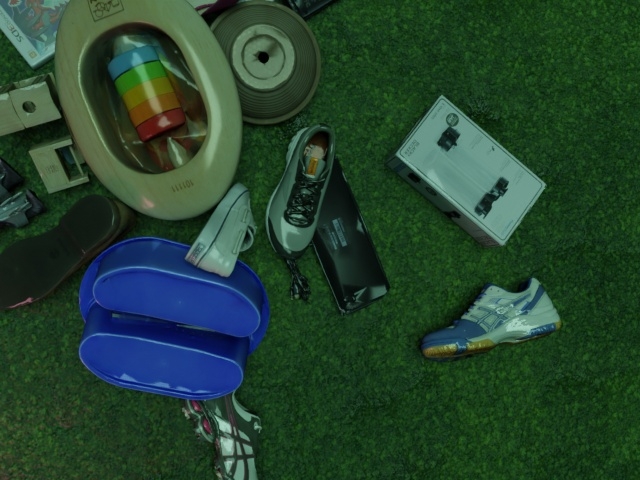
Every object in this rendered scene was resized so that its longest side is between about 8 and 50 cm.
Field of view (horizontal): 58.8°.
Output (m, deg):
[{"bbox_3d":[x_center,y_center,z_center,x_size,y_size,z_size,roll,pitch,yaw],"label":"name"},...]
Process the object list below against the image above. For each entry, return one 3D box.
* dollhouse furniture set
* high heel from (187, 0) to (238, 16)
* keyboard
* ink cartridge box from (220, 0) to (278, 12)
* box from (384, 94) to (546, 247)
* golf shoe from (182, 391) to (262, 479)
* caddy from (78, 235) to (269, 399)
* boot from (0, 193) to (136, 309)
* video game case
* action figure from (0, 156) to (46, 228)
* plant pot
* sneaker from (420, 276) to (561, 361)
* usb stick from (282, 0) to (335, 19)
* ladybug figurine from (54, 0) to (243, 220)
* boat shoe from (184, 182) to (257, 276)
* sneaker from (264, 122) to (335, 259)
[{"bbox_3d":[-0.519,-0.190,1.033,0.128,0.129,0.184,-20,118,-11],"label":"dollhouse furniture set"},{"bbox_3d":[-0.254,-0.441,1.061,0.243,0.117,0.082,-10,110,8],"label":"high heel"},{"bbox_3d":[0.000,0.000,1.138,0.201,0.033,0.317,-21,88,-16],"label":"keyboard"},{"bbox_3d":[-0.152,-0.569,1.151,0.189,0.066,0.232,29,85,-6],"label":"ink cartridge box"},{"bbox_3d":[0.298,-0.137,1.175,0.290,0.087,0.169,38,79,-5],"label":"box"},{"bbox_3d":[-0.148,0.382,1.042,0.120,0.105,0.273,-27,91,-19],"label":"golf shoe"},{"bbox_3d":[-0.256,0.131,1.007,0.341,0.179,0.242,15,103,-13],"label":"caddy"},{"bbox_3d":[-0.461,0.029,1.020,0.305,0.115,0.112,-32,84,8],"label":"boot"},{"bbox_3d":[-0.524,-0.457,1.088,0.201,0.023,0.183,-39,93,-11],"label":"video game case"},{"bbox_3d":[-0.637,-0.016,0.987,0.285,0.099,0.185,-42,87,-13],"label":"action figure"},{"bbox_3d":[-0.109,-0.341,1.081,0.237,0.110,0.238,-2,100,-9],"label":"plant pot"},{"bbox_3d":[0.332,0.160,1.160,0.296,0.112,0.131,-12,70,-13],"label":"sneaker"},{"bbox_3d":[0.045,-0.556,1.188,0.278,0.045,0.077,-36,107,-11],"label":"usb stick"},{"bbox_3d":[-0.296,-0.255,1.022,0.304,0.162,0.450,-19,94,5],"label":"ladybug figurine"},{"bbox_3d":[-0.156,-0.021,1.010,0.088,0.267,0.096,34,110,-10],"label":"boat shoe"},{"bbox_3d":[-0.036,-0.098,1.071,0.100,0.108,0.272,15,81,-14],"label":"sneaker"}]
